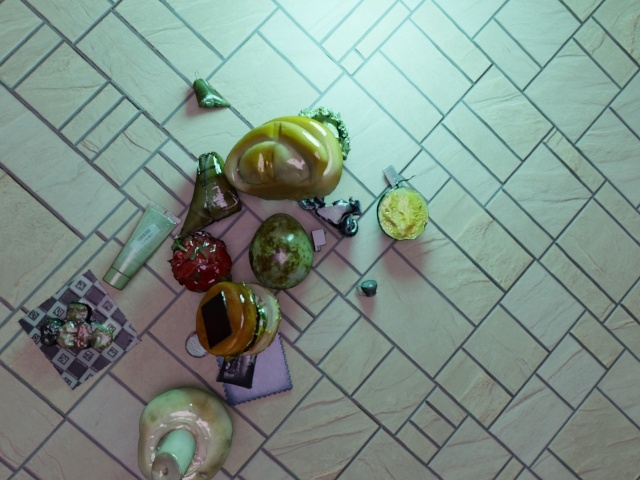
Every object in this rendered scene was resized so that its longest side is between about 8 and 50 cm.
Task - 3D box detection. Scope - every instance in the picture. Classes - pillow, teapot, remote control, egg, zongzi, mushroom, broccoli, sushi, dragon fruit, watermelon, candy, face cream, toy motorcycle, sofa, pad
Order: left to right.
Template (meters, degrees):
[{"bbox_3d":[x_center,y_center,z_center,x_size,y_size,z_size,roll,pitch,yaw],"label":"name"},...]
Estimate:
[{"bbox_3d":[-0.897,0.336,1.643,0.320,0.069,0.339,-35,94,-6],"label":"sushi"},{"bbox_3d":[-0.677,0.024,1.677,0.137,0.084,0.341,34,77,-8],"label":"face cream"},{"bbox_3d":[-0.507,0.709,1.587,0.325,0.353,0.353,38,84,26],"label":"mushroom"},{"bbox_3d":[-0.466,-0.170,1.686,0.289,0.123,0.260,-24,85,2],"label":"zongzi"},{"bbox_3d":[-0.465,0.398,1.709,0.103,0.043,0.103,0,91,-9],"label":"candy"},{"bbox_3d":[-0.417,0.092,1.657,0.293,0.233,0.234,34,85,-37],"label":"dragon fruit"},{"bbox_3d":[-0.424,-0.585,1.734,0.130,0.062,0.154,-11,74,-27],"label":"zongzi"},{"bbox_3d":[-0.307,0.452,1.709,0.141,0.055,0.209,14,85,-4],"label":"pillow"},{"bbox_3d":[-0.263,0.490,1.749,0.268,0.012,0.270,-15,91,-7],"label":"pad"},{"bbox_3d":[-0.148,0.039,1.659,0.238,0.238,0.290,-7,72,-7],"label":"egg"},{"bbox_3d":[0.000,0.000,1.719,0.060,0.147,0.085,-10,88,-3],"label":"sofa"},{"bbox_3d":[0.014,-0.401,1.715,0.198,0.176,0.226,-39,79,-5],"label":"broccoli"},{"bbox_3d":[0.052,-0.133,1.751,0.270,0.106,0.159,36,81,6],"label":"toy motorcycle"},{"bbox_3d":[0.187,0.195,1.789,0.087,0.066,0.057,-8,108,15],"label":"teapot"},{"bbox_3d":[0.315,-0.223,1.824,0.049,0.027,0.184,-34,98,-5],"label":"remote control"},{"bbox_3d":[0.313,-0.113,1.768,0.204,0.127,0.232,-24,95,-6],"label":"watermelon"}]

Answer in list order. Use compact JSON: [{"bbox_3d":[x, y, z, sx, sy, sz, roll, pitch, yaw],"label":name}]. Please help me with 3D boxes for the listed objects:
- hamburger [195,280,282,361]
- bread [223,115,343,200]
[{"bbox_3d":[-0.283,0.281,1.590,0.225,0.290,0.291,18,86,-51],"label":"hamburger"},{"bbox_3d":[-0.135,-0.262,1.602,0.423,0.245,0.329,-3,116,26],"label":"bread"}]
